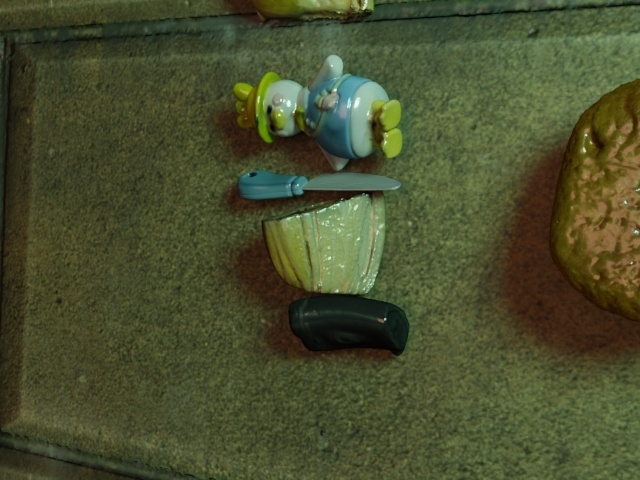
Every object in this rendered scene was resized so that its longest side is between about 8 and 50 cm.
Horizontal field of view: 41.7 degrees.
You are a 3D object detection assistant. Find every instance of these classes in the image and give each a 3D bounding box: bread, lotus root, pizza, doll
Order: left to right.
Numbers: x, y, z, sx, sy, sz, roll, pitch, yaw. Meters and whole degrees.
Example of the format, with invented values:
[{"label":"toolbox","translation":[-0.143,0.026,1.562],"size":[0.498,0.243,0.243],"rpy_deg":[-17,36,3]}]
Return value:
[{"label":"pizza","translation":[-0.026,-0.353,1.095],"size":[0.188,0.080,0.204],"rpy_deg":[-36,76,22]},{"label":"doll","translation":[-0.005,-0.162,1.076],"size":[0.241,0.135,0.099],"rpy_deg":[10,66,25]},{"label":"lotus root","translation":[0.001,0.004,1.082],"size":[0.159,0.095,0.135],"rpy_deg":[-3,94,-14]},{"label":"bread","translation":[0.363,-0.037,0.866],"size":[0.227,0.142,0.254],"rpy_deg":[23,102,32]}]

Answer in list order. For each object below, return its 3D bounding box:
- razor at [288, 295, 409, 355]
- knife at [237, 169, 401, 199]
[{"label":"razor","translation":[0.037,0.105,1.060],"size":[0.148,0.090,0.054],"rpy_deg":[-2,56,28]},{"label":"knife","translation":[-0.001,-0.077,1.096],"size":[0.244,0.058,0.032],"rpy_deg":[0,114,28]}]
